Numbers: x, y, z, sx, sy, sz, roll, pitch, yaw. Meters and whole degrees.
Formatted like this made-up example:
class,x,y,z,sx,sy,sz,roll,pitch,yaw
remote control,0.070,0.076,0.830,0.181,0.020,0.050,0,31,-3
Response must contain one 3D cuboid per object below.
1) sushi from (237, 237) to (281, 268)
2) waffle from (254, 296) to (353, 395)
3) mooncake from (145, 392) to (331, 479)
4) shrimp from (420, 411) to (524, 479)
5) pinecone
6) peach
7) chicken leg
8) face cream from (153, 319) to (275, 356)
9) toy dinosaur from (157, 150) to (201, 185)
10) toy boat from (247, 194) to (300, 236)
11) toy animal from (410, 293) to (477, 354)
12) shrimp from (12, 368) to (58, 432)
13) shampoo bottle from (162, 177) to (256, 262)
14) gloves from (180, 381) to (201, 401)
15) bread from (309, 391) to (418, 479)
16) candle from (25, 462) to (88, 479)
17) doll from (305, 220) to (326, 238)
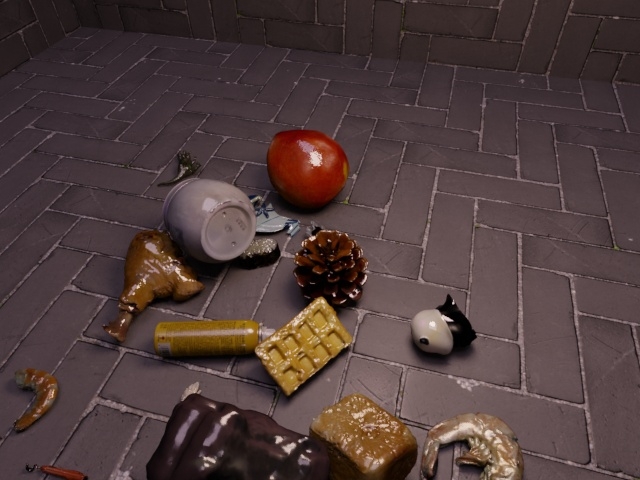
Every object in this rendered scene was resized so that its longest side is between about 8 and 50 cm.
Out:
class,x,y,z,sx,sy,sz,roll,pitch,yaw
sushi,-0.218,0.043,1.688,0.150,0.078,0.090,-16,47,-6
waffle,-0.048,0.305,1.394,0.274,0.057,0.168,-35,84,-28
mooncake,-0.180,0.485,1.054,0.350,0.381,0.212,-15,47,47
shrimp,0.357,0.568,1.167,0.247,0.085,0.360,17,44,29
pinecone,0.025,0.081,1.532,0.264,0.264,0.264,-1,45,1
peach,-0.060,-0.285,1.849,0.332,0.308,0.308,42,53,-3
chicken leg,-0.534,0.148,1.551,0.295,0.182,0.409,19,51,-3
face cream,-0.308,0.290,1.428,0.349,0.105,0.105,-2,45,0
toy dinosaur,-0.612,-0.303,2.084,0.179,0.087,0.187,-41,30,12
toy boat,-0.225,-0.100,1.844,0.292,0.070,0.210,0,50,-4
toy animal,0.356,0.260,1.436,0.179,0.138,0.166,-22,29,-9
shrimp,-0.822,0.444,1.336,0.161,0.049,0.166,14,55,12
shampoo bottle,-0.370,-0.072,1.599,0.273,0.273,0.266,-34,41,-28
gloves,-0.364,0.434,1.341,0.044,0.037,0.081,34,39,-15
bread,0.095,0.505,1.161,0.195,0.176,0.246,-17,31,-39
candle,-0.665,0.584,1.205,0.167,0.021,0.026,7,20,10
doll,0.000,0.000,1.736,0.096,0.070,0.195,-4,50,-24
